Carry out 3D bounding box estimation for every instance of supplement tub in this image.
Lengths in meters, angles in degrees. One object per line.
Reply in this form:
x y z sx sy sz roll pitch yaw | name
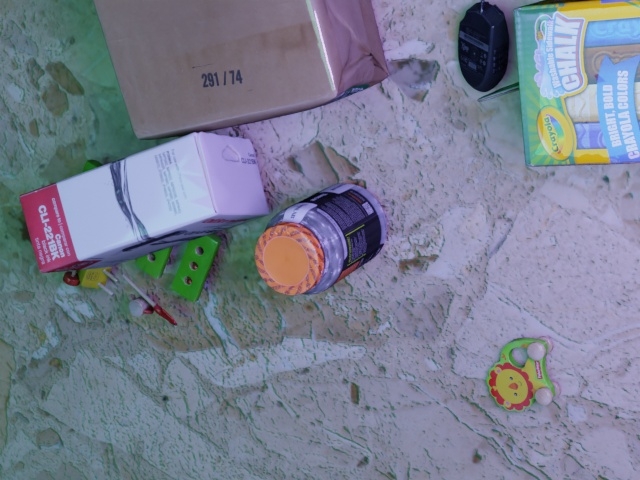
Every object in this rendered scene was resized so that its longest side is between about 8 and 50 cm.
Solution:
0.000 0.000 1.542 0.117 0.190 0.117 8 108 26 | supplement tub

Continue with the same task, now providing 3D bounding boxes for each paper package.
-0.115 -0.304 1.525 0.325 0.168 0.309 -10 102 29 | paper package

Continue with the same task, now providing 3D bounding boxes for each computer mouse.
0.205 -0.292 1.410 0.071 0.041 0.242 45 141 47 | computer mouse

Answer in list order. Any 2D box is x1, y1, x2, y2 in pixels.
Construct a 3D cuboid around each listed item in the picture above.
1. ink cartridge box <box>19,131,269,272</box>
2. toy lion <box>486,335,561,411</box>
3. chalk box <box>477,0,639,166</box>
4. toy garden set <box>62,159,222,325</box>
-0.232 -0.049 1.608 0.273 0.197 0.114 -18 85 18 | ink cartridge box
0.261 0.176 1.554 0.096 0.034 0.100 -3 104 37 | toy lion
0.322 -0.187 1.319 0.289 0.180 0.179 1 106 27 | chalk box
-0.273 0.020 1.781 0.244 0.049 0.204 31 116 16 | toy garden set
